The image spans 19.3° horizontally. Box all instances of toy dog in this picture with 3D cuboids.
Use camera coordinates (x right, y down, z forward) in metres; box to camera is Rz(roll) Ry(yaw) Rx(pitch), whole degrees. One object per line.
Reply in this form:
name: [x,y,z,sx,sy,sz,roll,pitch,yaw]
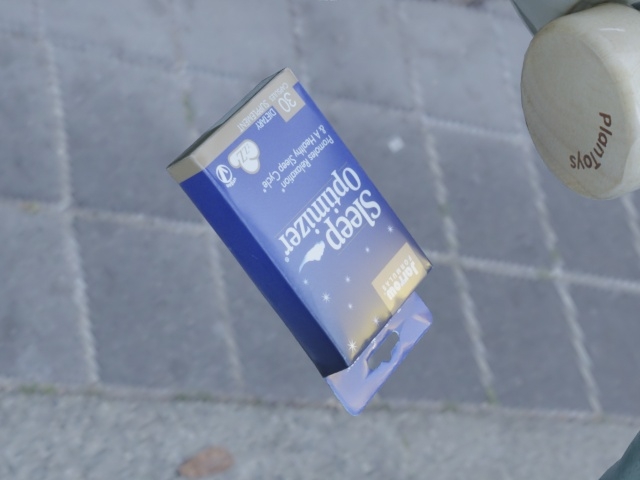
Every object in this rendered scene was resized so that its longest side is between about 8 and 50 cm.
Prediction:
toy dog: [0.123,-0.164,0.867,0.333,0.161,0.220,35,45,21]

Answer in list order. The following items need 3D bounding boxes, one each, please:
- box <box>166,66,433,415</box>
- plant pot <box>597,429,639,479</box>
box: [0.000,0.000,1.353,0.225,0.036,0.136,54,44,-11]
plant pot: [0.266,0.113,0.740,0.293,0.196,0.293,17,30,-10]
